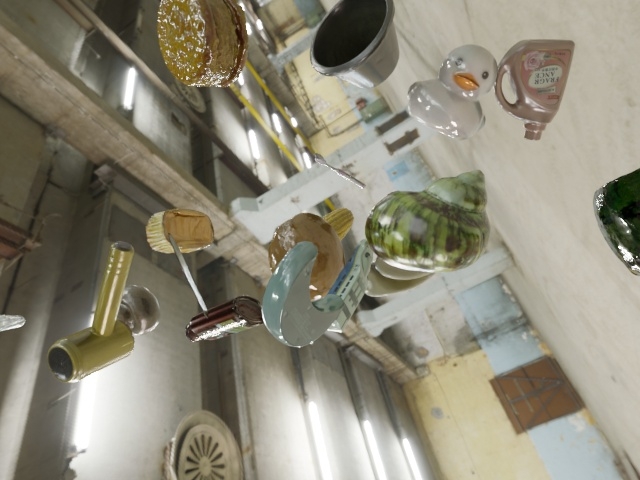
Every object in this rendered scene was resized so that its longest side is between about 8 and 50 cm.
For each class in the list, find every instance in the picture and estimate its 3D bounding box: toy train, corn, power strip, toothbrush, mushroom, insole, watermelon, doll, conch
[{"bbox_3d":[0.069,0.079,0.842,0.234,0.051,0.052,-54,-49,-36],"label":"toy train"},{"bbox_3d":[0.000,0.000,1.258,0.305,0.106,0.106,-40,-77,-35],"label":"corn"},{"bbox_3d":[-0.026,0.108,0.668,0.044,0.137,0.216,26,155,33],"label":"power strip"},{"bbox_3d":[0.077,-0.251,1.511,0.354,0.024,0.029,17,-130,-56],"label":"toothbrush"},{"bbox_3d":[-0.653,0.248,1.493,0.141,0.117,0.188,-34,-78,-55],"label":"mushroom"},{"bbox_3d":[-0.336,0.091,1.056,0.086,0.005,0.253,-131,22,-64],"label":"insole"},{"bbox_3d":[0.422,-0.030,0.505,0.301,0.129,0.123,35,-147,-65],"label":"watermelon"},{"bbox_3d":[0.333,-0.370,1.016,0.221,0.221,0.251,58,-161,-9],"label":"doll"},{"bbox_3d":[0.182,-0.033,0.662,0.187,0.181,0.124,32,170,3],"label":"conch"}]

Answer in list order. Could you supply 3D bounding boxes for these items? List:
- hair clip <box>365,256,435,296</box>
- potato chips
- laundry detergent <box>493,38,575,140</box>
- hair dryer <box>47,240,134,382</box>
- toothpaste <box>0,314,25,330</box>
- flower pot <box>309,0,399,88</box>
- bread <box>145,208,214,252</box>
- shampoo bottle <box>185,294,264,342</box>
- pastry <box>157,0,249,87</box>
[{"bbox_3d":[0.258,0.073,1.296,0.172,0.282,0.113,50,153,26],"label":"hair clip"},{"bbox_3d":[-0.026,0.037,0.983,0.062,0.195,0.208,175,106,-80],"label":"potato chips"},{"bbox_3d":[0.520,-0.376,1.037,0.076,0.171,0.237,-84,-4,-62],"label":"laundry detergent"},{"bbox_3d":[-0.420,0.133,0.791,0.090,0.279,0.135,27,-163,17],"label":"hair dryer"},{"bbox_3d":[-0.808,0.209,1.062,0.052,0.033,0.218,57,157,-4],"label":"toothpaste"},{"bbox_3d":[0.119,-0.544,1.159,0.166,0.269,0.269,24,-142,-49],"label":"flower pot"},{"bbox_3d":[-0.431,-0.027,1.259,0.190,0.114,0.132,6,-104,-59],"label":"bread"},{"bbox_3d":[-0.315,0.256,1.296,0.129,0.323,0.084,31,-131,-36],"label":"shampoo bottle"},{"bbox_3d":[-0.229,-0.390,0.796,0.103,0.188,0.189,-22,-98,-44],"label":"pastry"}]
